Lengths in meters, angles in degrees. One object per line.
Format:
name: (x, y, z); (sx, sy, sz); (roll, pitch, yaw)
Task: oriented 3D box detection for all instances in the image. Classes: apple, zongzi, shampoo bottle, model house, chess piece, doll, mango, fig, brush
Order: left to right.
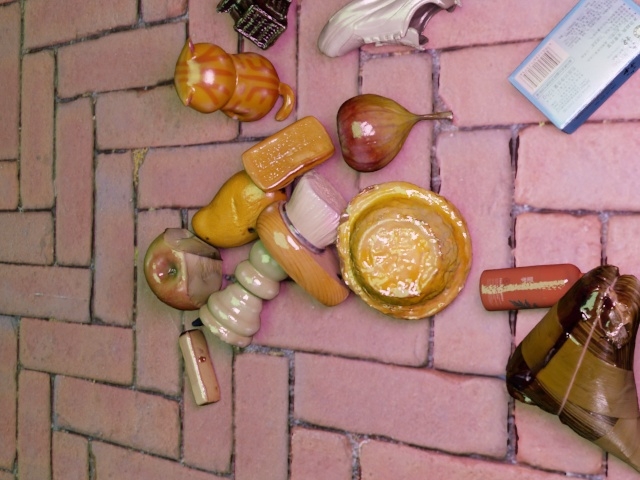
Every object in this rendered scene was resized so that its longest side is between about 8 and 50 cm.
apple: (-0.331, 0.069, 1.682); (0.174, 0.188, 0.207); (-20, 80, 29)
doll: (-0.210, -0.354, 1.582); (0.162, 0.270, 0.166); (-3, 90, 49)
mango: (-0.184, -0.072, 1.641); (0.262, 0.109, 0.157); (-27, 88, 30)
chess piece: (-0.152, 0.105, 1.614); (0.144, 0.144, 0.251); (43, 105, 25)
model house: (-0.126, -0.528, 1.604); (0.165, 0.106, 0.152); (-43, 67, 29)
brush: (0.000, 0.000, 1.501); (0.166, 0.174, 0.266); (-37, 88, 18)
fig: (0.141, -0.230, 1.445); (0.143, 0.231, 0.160); (131, 124, -71)
shampoo bottle: (0.415, 0.082, 1.279); (0.244, 0.085, 0.085); (-8, 86, 32)
zongzi: (0.503, 0.225, 1.168); (0.317, 0.154, 0.289); (39, 138, 13)

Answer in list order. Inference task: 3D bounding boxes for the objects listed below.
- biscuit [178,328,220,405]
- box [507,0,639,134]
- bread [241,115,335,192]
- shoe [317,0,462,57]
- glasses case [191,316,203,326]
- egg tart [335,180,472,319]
biscuit: (-0.301, 0.314, 1.741); (0.052, 0.056, 0.188); (-25, 78, 29)
box: (0.470, -0.321, 1.247); (0.232, 0.083, 0.142); (-48, 67, 21)
bread: (-0.069, -0.184, 1.537); (0.200, 0.077, 0.116); (-32, 77, -9)
shoe: (0.150, -0.436, 1.429); (0.316, 0.124, 0.159); (-34, 79, 27)
glasses case: (-0.284, 0.193, 1.744); (0.083, 0.033, 0.023); (-35, 83, 27)
egg tart: (0.158, 0.021, 1.379); (0.288, 0.118, 0.288); (1, 96, 14)
